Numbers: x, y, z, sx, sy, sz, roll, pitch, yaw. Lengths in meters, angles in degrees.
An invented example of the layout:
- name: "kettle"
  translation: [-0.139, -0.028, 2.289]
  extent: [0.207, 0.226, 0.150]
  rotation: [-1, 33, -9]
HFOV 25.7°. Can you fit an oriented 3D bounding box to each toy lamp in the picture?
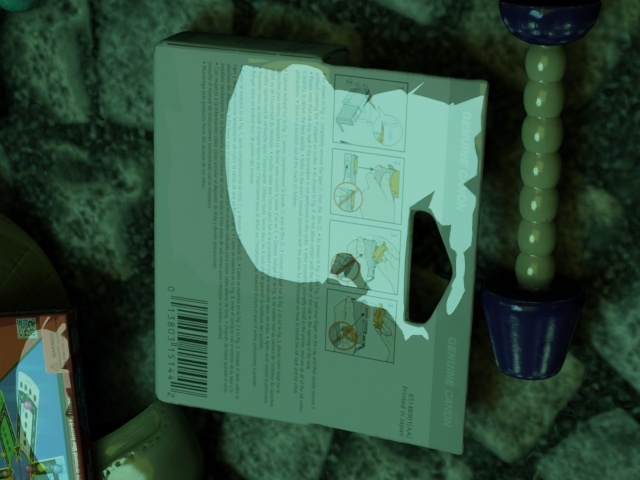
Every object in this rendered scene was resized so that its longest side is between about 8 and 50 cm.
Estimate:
- name: "toy lamp"
  translation: [0.155, -0.035, 1.004]
  extent: [0.080, 0.080, 0.275]
  rotation: [5, 106, 19]

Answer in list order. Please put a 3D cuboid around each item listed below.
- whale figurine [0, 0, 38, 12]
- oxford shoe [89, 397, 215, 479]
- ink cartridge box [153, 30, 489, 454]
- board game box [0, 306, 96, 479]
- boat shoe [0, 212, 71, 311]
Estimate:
- name: "whale figurine"
  translation: [-0.322, -0.201, 1.089]
  extent: [0.216, 0.141, 0.272]
  rotation: [13, 116, 20]
- name: "oxford shoe"
  translation: [-0.258, 0.210, 1.218]
  extent: [0.348, 0.123, 0.130]
  rotation: [-14, 98, 13]
- name: "ink cartridge box"
  translation: [0.000, 0.000, 1.077]
  extent: [0.261, 0.066, 0.296]
  rotation: [8, 110, 18]
- name: "board game box"
  translation: [-0.254, 0.196, 1.138]
  extent: [0.145, 0.027, 0.281]
  rotation: [-3, 99, 13]
- name: "boat shoe"
  translation: [-0.307, 0.009, 1.186]
  extent: [0.277, 0.098, 0.096]
  rotation: [57, 156, -17]
